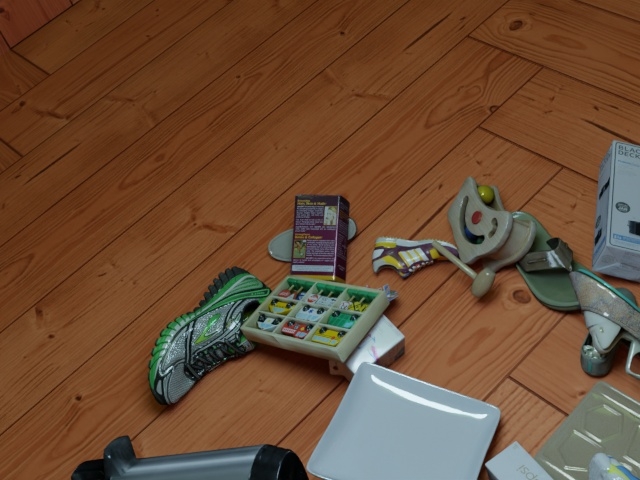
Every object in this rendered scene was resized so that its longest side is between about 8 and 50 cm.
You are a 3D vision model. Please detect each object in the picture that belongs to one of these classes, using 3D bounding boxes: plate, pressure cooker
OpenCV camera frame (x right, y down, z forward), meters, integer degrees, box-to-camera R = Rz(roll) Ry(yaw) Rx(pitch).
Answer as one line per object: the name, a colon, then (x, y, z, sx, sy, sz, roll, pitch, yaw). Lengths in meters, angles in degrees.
plate: (0.151, 0.360, 1.710, 0.278, 0.045, 0.277, 17, 42, 16)
pressure cooker: (-0.227, 0.519, 1.551, 0.421, 0.375, 0.369, -9, 50, 10)

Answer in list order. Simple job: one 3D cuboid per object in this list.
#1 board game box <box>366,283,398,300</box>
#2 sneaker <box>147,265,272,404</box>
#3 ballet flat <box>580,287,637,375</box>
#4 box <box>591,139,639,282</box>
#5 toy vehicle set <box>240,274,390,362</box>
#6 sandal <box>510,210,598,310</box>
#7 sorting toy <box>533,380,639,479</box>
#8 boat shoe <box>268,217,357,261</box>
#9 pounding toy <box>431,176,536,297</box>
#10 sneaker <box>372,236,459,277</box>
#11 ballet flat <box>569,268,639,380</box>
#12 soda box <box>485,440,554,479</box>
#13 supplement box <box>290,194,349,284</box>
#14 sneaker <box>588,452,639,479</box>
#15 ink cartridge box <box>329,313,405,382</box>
board game box: (0.073, 0.121, 1.977, 0.169, 0.033, 0.133, -26, 14, -36)
sneaker: (-0.221, 0.202, 1.996, 0.146, 0.134, 0.343, 26, 63, 30)
ballet flat: (0.546, 0.158, 1.822, 0.072, 0.068, 0.213, 13, 55, 29)
box: (0.643, -0.056, 1.935, 0.169, 0.087, 0.289, 15, 53, 5)
toy vehicle set: (-0.013, 0.149, 1.915, 0.267, 0.035, 0.166, 7, 45, 43)
sandal: (0.449, 0.033, 1.953, 0.120, 0.086, 0.302, -30, 47, -8)
sorting toy: (0.503, 0.368, 1.677, 0.193, 0.038, 0.208, 31, 69, 37)
boat shoe: (-0.015, -0.004, 2.175, 0.206, 0.075, 0.065, -17, 3, 10)
pounding toy: (0.325, -0.029, 1.966, 0.154, 0.155, 0.269, -51, 34, 34)
sneaker: (0.202, 0.043, 2.051, 0.186, 0.069, 0.083, 3, 72, 17)
ballet flat: (0.555, 0.178, 1.722, 0.316, 0.107, 0.106, 37, 81, 13)
soda box: (0.374, 0.444, 1.625, 0.074, 0.069, 0.216, -34, 48, -12)
supplement box: (0.000, 0.000, 2.084, 0.104, 0.081, 0.188, 1, 79, 18)
sneaker: (0.490, 0.402, 1.399, 0.126, 0.091, 0.240, -7, 42, -17)
ink cartridge box: (0.083, 0.218, 1.896, 0.143, 0.092, 0.090, -38, 66, -15)
